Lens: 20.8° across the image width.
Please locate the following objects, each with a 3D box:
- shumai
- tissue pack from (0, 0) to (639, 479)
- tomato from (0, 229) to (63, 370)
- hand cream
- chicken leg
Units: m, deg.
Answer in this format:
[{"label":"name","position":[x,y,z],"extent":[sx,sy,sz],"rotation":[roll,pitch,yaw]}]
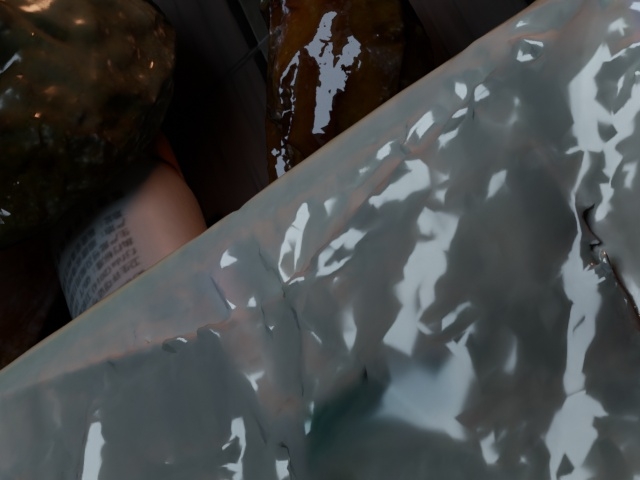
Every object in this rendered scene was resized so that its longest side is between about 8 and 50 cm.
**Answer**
[{"label":"shumai","position":[-0.214,-0.118,0.958],"extent":[0.222,0.204,0.272],"rotation":[11,45,28]},{"label":"tissue pack","position":[0.110,0.105,0.612],"extent":[0.297,0.380,0.207],"rotation":[-30,59,29]},{"label":"tomato","position":[-0.257,-0.020,1.122],"extent":[0.200,0.139,0.233],"rotation":[16,87,43]},{"label":"hand cream","position":[-0.088,0.050,0.950],"extent":[0.314,0.089,0.140],"rotation":[-109,35,-44]},{"label":"chicken leg","position":[0.000,0.000,0.945],"extent":[0.113,0.093,0.304],"rotation":[10,92,63]}]
